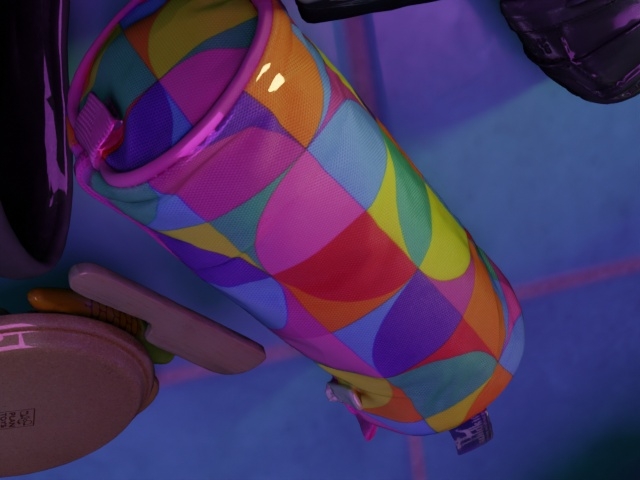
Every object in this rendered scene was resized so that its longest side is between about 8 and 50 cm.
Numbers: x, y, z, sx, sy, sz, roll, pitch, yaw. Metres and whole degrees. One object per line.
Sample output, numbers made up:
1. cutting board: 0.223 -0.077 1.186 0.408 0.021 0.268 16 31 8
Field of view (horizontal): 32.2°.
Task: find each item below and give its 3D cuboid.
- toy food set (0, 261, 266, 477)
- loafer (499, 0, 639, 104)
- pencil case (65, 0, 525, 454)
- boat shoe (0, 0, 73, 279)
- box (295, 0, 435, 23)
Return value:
1. toy food set: -0.134 0.064 0.492 0.192 0.038 0.132 -32 142 18
2. loafer: 0.169 -0.156 0.460 0.078 0.076 0.223 35 105 -33
3. pencil case: 0.000 0.000 0.447 0.104 0.104 0.236 -38 133 5
4. boat shoe: -0.114 -0.139 0.375 0.096 0.112 0.335 19 118 12
5. box: 0.140 -0.180 0.270 0.343 0.312 0.179 -11 98 3
